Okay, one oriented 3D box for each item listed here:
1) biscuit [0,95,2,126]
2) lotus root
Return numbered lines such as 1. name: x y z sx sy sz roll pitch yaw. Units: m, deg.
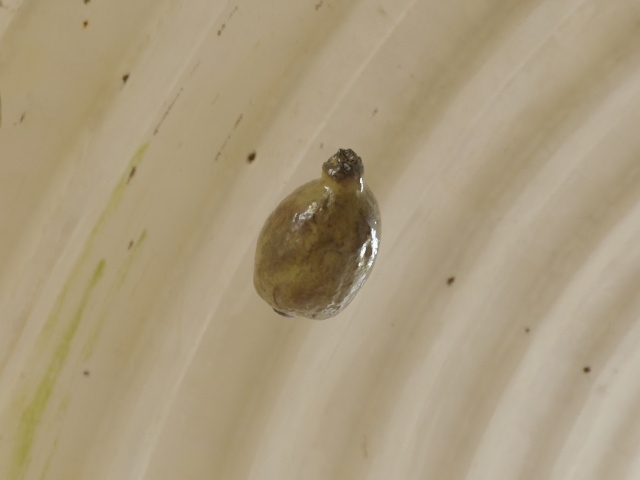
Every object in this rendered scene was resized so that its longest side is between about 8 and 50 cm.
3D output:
1. biscuit: -0.287 -0.142 0.347 0.291 0.236 0.062 1 -25 -42
2. lotus root: 0.000 0.000 0.890 0.139 0.138 0.214 6 -43 -14
